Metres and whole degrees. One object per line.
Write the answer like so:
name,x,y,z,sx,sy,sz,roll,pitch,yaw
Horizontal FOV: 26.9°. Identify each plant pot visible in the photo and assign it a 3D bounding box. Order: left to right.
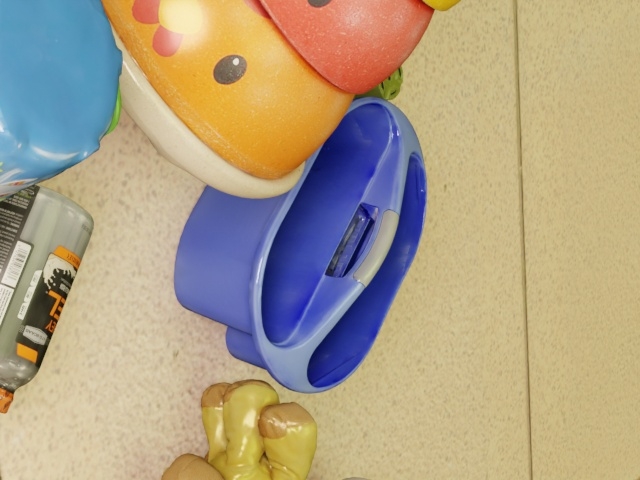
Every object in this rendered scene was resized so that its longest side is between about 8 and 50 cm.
plant pot,0.052,-0.193,1.578,0.083,0.079,0.083,-16,110,-50

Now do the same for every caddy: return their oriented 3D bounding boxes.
caddy,0.000,0.000,1.469,0.241,0.179,0.341,50,59,-44

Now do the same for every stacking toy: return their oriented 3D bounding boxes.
stacking toy,0.036,-0.286,1.150,0.350,0.480,0.350,47,24,-29

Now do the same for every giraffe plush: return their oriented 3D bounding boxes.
giraffe plush,-0.107,0.267,1.404,0.170,0.181,0.210,-19,95,-37

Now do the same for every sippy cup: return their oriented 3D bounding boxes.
sippy cup,-0.269,-0.111,0.919,0.240,0.224,0.305,63,34,-24

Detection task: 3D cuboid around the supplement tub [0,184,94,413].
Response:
supplement tub,-0.281,0.046,1.159,0.117,0.117,0.190,34,71,-50

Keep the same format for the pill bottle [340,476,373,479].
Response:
pill bottle,-0.008,0.418,1.559,0.283,0.161,0.161,-37,125,-43
